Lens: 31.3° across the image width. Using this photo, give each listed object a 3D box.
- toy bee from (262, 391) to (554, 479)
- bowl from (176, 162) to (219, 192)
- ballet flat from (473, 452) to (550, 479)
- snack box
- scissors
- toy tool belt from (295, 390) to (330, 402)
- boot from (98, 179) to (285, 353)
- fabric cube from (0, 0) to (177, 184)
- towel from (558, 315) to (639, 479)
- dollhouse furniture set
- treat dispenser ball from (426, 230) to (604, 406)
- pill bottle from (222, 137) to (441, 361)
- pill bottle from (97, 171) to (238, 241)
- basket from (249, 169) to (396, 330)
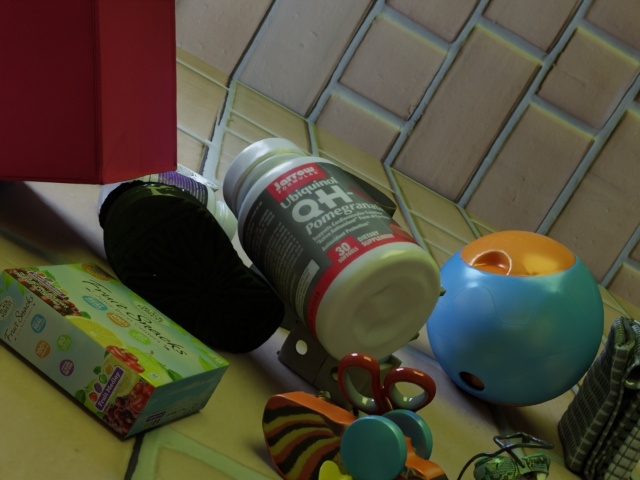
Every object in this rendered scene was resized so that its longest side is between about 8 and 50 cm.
[{"bbox_3d":[0.066,0.258,1.178,0.195,0.162,0.298,8,0,-42],"label":"toy bee"},{"bbox_3d":[-0.254,-0.086,1.825,0.170,0.080,0.170,26,5,-2],"label":"bowl"},{"bbox_3d":[0.266,0.325,1.539,0.070,0.070,0.188,40,17,35],"label":"ballet flat"},{"bbox_3d":[-0.223,0.107,1.198,0.207,0.070,0.174,36,13,16],"label":"snack box"},{"bbox_3d":[0.086,0.218,1.302,0.109,0.021,0.297,6,-37,15],"label":"scissors"},{"bbox_3d":[-0.017,0.210,1.352,0.083,0.052,0.051,8,57,-53],"label":"toy tool belt"},{"bbox_3d":[-0.205,-0.012,1.444,0.260,0.131,0.348,48,-4,38],"label":"boot"},{"bbox_3d":[-0.352,-0.206,1.484,0.258,0.254,0.259,3,7,14],"label":"fabric cube"},{"bbox_3d":[0.488,0.260,1.881,0.121,0.235,0.283,29,11,7],"label":"towel"},{"bbox_3d":[0.056,0.113,1.557,0.129,0.184,0.129,34,13,18],"label":"dollhouse furniture set"},{"bbox_3d":[0.317,0.128,1.865,0.288,0.288,0.288,29,13,-7],"label":"treat dispenser ball"},{"bbox_3d":[0.000,0.000,1.493,0.176,0.176,0.318,18,22,-45],"label":"pill bottle"},{"bbox_3d":[-0.224,-0.048,1.708,0.193,0.108,0.108,23,15,-29],"label":"pill bottle"},{"bbox_3d":[0.006,0.013,1.728,0.204,0.227,0.154,17,19,-50],"label":"basket"}]
